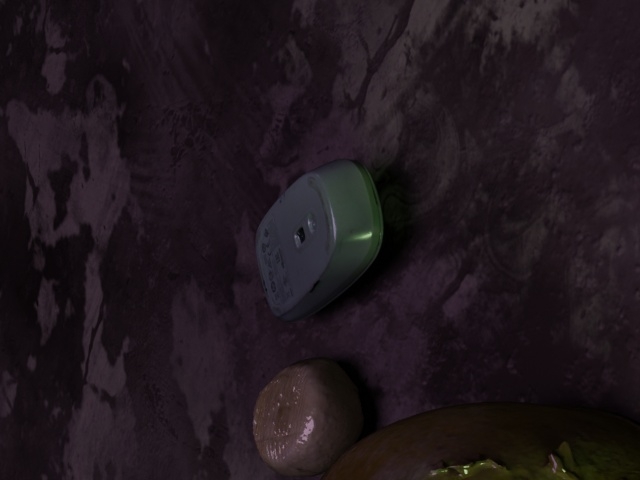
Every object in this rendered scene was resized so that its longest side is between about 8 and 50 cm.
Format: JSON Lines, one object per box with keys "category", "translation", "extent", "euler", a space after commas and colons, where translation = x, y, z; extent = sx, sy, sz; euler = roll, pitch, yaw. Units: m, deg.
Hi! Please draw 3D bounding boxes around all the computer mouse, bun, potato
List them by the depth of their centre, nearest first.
{"category": "potato", "translation": [0.144, 0.361, 1.849], "extent": [0.442, 0.319, 0.385], "euler": [-23, 63, 53]}
{"category": "computer mouse", "translation": [0.006, -0.001, 2.253], "extent": [0.288, 0.097, 0.159], "euler": [-49, 53, 58]}
{"category": "bun", "translation": [-0.011, 0.234, 2.279], "extent": [0.188, 0.111, 0.164], "euler": [-21, 56, 56]}
